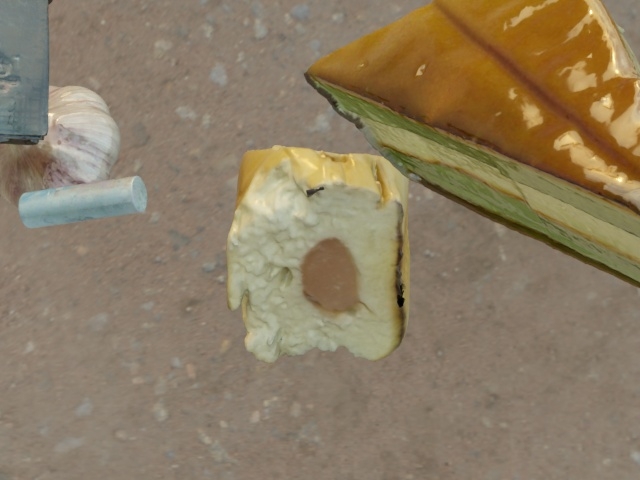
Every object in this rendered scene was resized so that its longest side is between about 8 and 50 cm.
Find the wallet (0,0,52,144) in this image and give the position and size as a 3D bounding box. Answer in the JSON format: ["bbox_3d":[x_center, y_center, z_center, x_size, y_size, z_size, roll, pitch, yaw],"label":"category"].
[{"bbox_3d":[-0.302,-0.240,0.837,0.169,0.044,0.316,3,85,-24],"label":"wallet"}]

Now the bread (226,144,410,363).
[{"bbox_3d":[0.000,0.010,1.013,0.184,0.211,0.224,0,85,2],"label":"bread"}]

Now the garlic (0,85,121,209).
[{"bbox_3d":[-0.482,-0.171,1.740,0.253,0.245,0.245,35,60,-55],"label":"garlic"}]

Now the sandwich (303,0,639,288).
[{"bbox_3d":[0.092,-0.020,0.460,0.117,0.144,0.187,38,31,-43],"label":"sandwich"}]

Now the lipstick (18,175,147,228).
[{"bbox_3d":[-0.298,-0.048,1.292,0.158,0.048,0.048,-8,80,15],"label":"lipstick"}]
